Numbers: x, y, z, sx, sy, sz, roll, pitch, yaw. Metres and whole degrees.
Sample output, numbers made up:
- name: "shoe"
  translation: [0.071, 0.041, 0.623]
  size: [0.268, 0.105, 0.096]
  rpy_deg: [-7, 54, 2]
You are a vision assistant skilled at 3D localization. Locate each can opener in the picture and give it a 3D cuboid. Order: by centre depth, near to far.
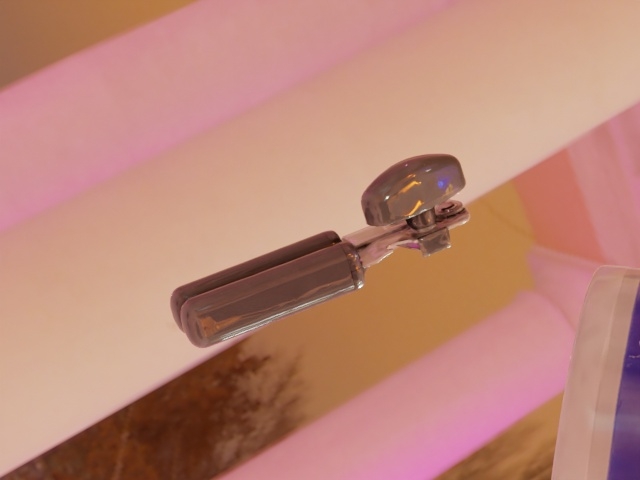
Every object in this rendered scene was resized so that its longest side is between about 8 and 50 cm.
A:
- name: "can opener"
  translation: [0.000, 0.000, 1.134]
  size: [0.076, 0.284, 0.095]
  rpy_deg: [-145, -143, -65]

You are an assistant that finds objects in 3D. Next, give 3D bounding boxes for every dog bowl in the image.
- name: "dog bowl"
  translation: [0.205, 0.150, 0.773]
  size: [0.104, 0.265, 0.265]
  rpy_deg: [6, -44, 18]
